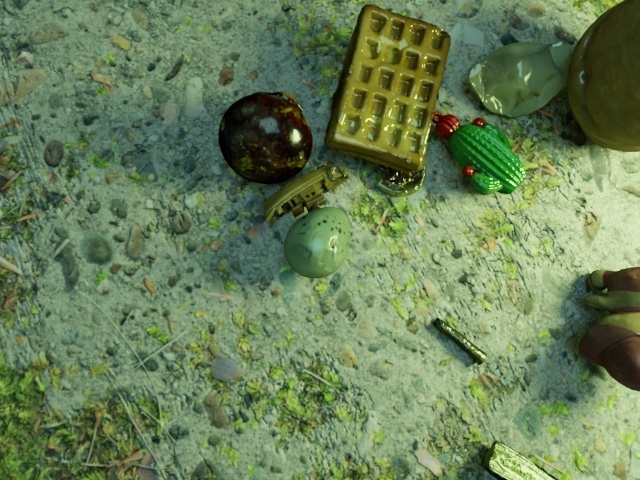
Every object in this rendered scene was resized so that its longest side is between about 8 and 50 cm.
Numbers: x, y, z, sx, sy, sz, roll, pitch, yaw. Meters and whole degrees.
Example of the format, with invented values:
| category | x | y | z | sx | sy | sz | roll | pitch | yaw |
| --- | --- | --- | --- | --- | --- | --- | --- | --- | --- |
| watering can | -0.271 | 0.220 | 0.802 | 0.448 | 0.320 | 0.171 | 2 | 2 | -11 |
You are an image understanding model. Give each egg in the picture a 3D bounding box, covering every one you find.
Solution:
| category | x | y | z | sx | sy | sz | roll | pitch | yaw |
| --- | --- | --- | --- | --- | --- | --- | --- | --- | --- |
| egg | 0.000 | 0.000 | 0.934 | 0.131 | 0.131 | 0.164 | 34 | 73 | 2 |

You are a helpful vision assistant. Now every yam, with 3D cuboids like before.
| category | x | y | z | sx | sy | sz | roll | pitch | yaw |
| --- | --- | --- | --- | --- | --- | --- | --- | --- | --- |
| yam | 0.293 | 0.213 | 0.974 | 0.130 | 0.027 | 0.033 | 37 | 78 | 3 |

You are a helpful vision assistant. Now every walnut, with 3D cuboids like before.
| category | x | y | z | sx | sy | sz | roll | pitch | yaw |
| --- | --- | --- | --- | --- | --- | --- | --- | --- | --- |
| walnut | 0.687 | -0.358 | 0.967 | 0.334 | 0.333 | 0.332 | 1 | 80 | -5 |

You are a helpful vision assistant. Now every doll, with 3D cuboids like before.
| category | x | y | z | sx | sy | sz | roll | pitch | yaw |
| --- | --- | --- | --- | --- | --- | --- | --- | --- | --- |
| doll | 0.647 | 0.182 | 0.948 | 0.196 | 0.152 | 0.255 | 3 | 60 | 27 |

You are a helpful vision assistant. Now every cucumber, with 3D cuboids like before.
| category | x | y | z | sx | sy | sz | roll | pitch | yaw |
| --- | --- | --- | --- | --- | --- | --- | --- | --- | --- |
| cucumber | 0.421 | 0.494 | 0.922 | 0.212 | 0.062 | 0.078 | 31 | 45 | 7 |

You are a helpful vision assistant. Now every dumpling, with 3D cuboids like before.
| category | x | y | z | sx | sy | sz | roll | pitch | yaw |
| --- | --- | --- | --- | --- | --- | --- | --- | --- | --- |
| dumpling | 0.454 | -0.368 | 1.055 | 0.216 | 0.126 | 0.166 | -21 | 109 | -22 |

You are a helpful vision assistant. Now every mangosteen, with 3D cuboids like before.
| category | x | y | z | sx | sy | sz | roll | pitch | yaw |
| --- | --- | --- | --- | --- | --- | --- | --- | --- | --- |
| mangosteen | -0.107 | -0.226 | 0.955 | 0.193 | 0.192 | 0.217 | 16 | 47 | -2 |

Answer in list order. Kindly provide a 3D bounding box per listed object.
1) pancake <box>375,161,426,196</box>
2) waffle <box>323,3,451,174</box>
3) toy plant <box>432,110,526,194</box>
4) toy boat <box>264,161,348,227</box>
| category | x | y | z | sx | sy | sz | roll | pitch | yaw |
| --- | --- | --- | --- | --- | --- | --- | --- | --- | --- |
| pancake | 0.184 | -0.161 | 1.034 | 0.116 | 0.022 | 0.129 | 6 | 84 | -4 |
| waffle | 0.145 | -0.323 | 0.992 | 0.225 | 0.098 | 0.327 | 14 | 82 | -4 |
| toy plant | 0.359 | -0.205 | 1.028 | 0.155 | 0.088 | 0.240 | -18 | 71 | -20 |
| toy boat | -0.030 | -0.094 | 0.978 | 0.206 | 0.064 | 0.072 | -34 | 68 | -9 |
